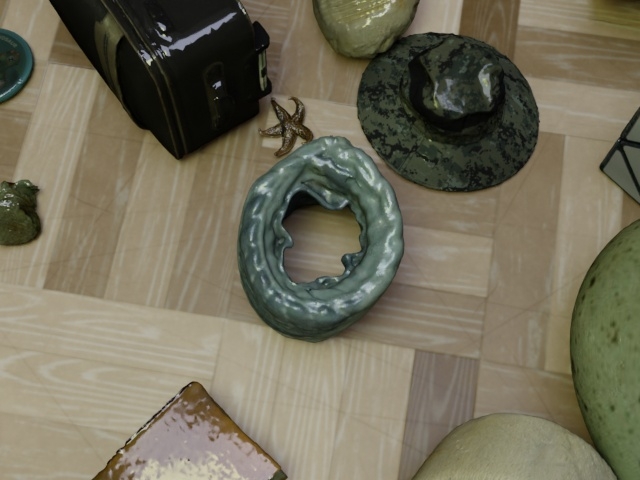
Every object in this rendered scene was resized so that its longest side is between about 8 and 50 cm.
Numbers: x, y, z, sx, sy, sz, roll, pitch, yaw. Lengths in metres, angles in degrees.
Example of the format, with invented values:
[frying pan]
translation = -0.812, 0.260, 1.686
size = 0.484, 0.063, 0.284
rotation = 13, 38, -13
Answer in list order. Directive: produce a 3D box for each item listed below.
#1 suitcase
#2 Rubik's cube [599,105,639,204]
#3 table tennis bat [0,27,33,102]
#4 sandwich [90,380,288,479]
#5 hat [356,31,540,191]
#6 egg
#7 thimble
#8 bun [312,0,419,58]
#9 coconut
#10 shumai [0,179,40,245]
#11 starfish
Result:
[suitcase]
translation = -0.243, -0.327, 1.154
size = 0.194, 0.283, 0.434
rotation = -33, 75, -13
[Rubik's cube]
translation = 0.515, -0.126, 1.108
size = 0.205, 0.205, 0.207
rotation = -41, 76, -11
[table tennis bat]
translation = -0.493, -0.220, 1.254
size = 0.124, 0.033, 0.201
rotation = 24, 69, 10
[sandwich]
translation = -0.161, 0.306, 1.029
size = 0.220, 0.108, 0.186
rotation = -43, 75, -14
[hat]
translation = 0.179, -0.199, 1.183
size = 0.265, 0.128, 0.266
rotation = 0, 74, 0
[egg]
translation = 0.429, 0.146, 0.975
size = 0.287, 0.287, 0.379
rotation = -10, 69, -2
[thimble]
translation = 0.000, 0.000, 1.100
size = 0.205, 0.172, 0.250
rotation = 13, 75, 1
[bun]
translation = 0.067, -0.349, 1.248
size = 0.164, 0.111, 0.188
rotation = -20, 71, 15
[coconut]
translation = 0.193, 0.320, 0.930
size = 0.237, 0.237, 0.266
rotation = 28, 31, 10
[shumai]
translation = -0.419, -0.044, 1.184
size = 0.083, 0.082, 0.080
rotation = 9, 31, -25
[starfish]
translation = -0.045, -0.156, 1.223
size = 0.078, 0.028, 0.091
rotation = 14, 75, 12
